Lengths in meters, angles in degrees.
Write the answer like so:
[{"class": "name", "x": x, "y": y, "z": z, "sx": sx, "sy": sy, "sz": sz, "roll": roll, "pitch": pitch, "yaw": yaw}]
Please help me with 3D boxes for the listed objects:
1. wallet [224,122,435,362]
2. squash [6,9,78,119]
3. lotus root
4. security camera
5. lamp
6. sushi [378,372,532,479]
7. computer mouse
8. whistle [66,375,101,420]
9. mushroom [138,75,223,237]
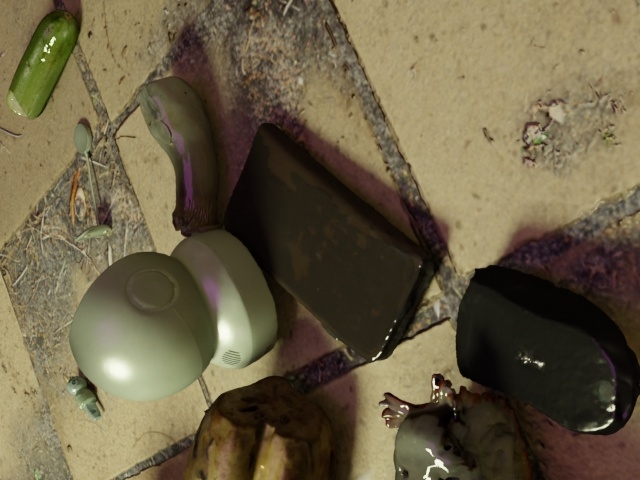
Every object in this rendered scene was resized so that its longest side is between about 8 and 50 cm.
[{"class": "wallet", "x": 0.000, "y": 0.000, "z": 1.017, "sx": 0.309, "sy": 0.042, "sz": 0.165, "roll": 41, "pitch": 123, "yaw": 33}, {"class": "squash", "x": -0.468, "y": -0.289, "z": 1.413, "sx": 0.239, "sy": 0.069, "sz": 0.069, "roll": -48, "pitch": 64, "yaw": 37}, {"class": "lotus root", "x": -0.084, "y": 0.329, "z": 1.064, "sx": 0.193, "sy": 0.193, "sz": 0.290, "roll": 20, "pitch": 110, "yaw": 41}, {"class": "security camera", "x": -0.197, "y": 0.106, "z": 1.071, "sx": 0.194, "sy": 0.236, "sz": 0.194, "roll": 39, "pitch": 142, "yaw": 40}, {"class": "lamp", "x": -0.389, "y": -0.097, "z": 1.383, "sx": 0.050, "sy": 0.056, "sz": 0.198, "roll": -22, "pitch": 78, "yaw": 48}, {"class": "sushi", "x": 0.164, "y": 0.289, "z": 0.842, "sx": 0.124, "sy": 0.130, "sz": 0.332, "roll": -26, "pitch": 80, "yaw": 44}, {"class": "computer mouse", "x": 0.215, "y": 0.102, "z": 0.799, "sx": 0.217, "sy": 0.073, "sz": 0.122, "roll": 25, "pitch": 114, "yaw": 48}, {"class": "whistle", "x": -0.414, "y": 0.275, "z": 1.481, "sx": 0.100, "sy": 0.035, "sz": 0.035, "roll": 48, "pitch": 127, "yaw": 26}, {"class": "mushroom", "x": -0.183, "y": -0.110, "z": 1.156, "sx": 0.092, "sy": 0.081, "sz": 0.223, "roll": -19, "pitch": 88, "yaw": 10}]
